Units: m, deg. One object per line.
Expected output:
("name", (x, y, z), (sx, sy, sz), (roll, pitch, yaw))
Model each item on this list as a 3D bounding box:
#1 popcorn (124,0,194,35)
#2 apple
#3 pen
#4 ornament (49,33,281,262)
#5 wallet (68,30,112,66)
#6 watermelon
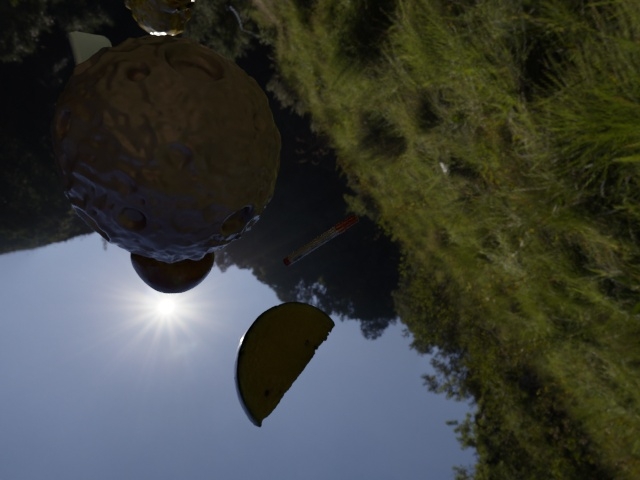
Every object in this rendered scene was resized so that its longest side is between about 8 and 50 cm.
("popcorn", (-0.416, -0.666, 1.190), (0.191, 0.190, 0.254), (44, 150, -15))
("apple", (-0.354, 0.048, 1.086), (0.195, 0.160, 0.173), (2, 176, -31))
("pen", (0.000, 0.000, 1.232), (0.028, 0.239, 0.028), (53, -166, -19))
("ornament", (-0.170, -0.112, 0.530), (0.260, 0.225, 0.259), (16, -133, -18))
("wallet", (-0.495, -0.369, 1.014), (0.033, 0.189, 0.095), (-15, -178, 41))
("watermelon", (-0.063, 0.137, 0.601), (0.092, 0.075, 0.181), (21, -134, 28))
